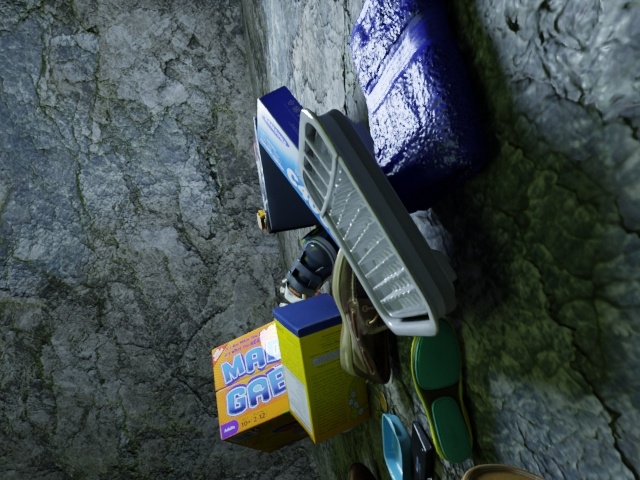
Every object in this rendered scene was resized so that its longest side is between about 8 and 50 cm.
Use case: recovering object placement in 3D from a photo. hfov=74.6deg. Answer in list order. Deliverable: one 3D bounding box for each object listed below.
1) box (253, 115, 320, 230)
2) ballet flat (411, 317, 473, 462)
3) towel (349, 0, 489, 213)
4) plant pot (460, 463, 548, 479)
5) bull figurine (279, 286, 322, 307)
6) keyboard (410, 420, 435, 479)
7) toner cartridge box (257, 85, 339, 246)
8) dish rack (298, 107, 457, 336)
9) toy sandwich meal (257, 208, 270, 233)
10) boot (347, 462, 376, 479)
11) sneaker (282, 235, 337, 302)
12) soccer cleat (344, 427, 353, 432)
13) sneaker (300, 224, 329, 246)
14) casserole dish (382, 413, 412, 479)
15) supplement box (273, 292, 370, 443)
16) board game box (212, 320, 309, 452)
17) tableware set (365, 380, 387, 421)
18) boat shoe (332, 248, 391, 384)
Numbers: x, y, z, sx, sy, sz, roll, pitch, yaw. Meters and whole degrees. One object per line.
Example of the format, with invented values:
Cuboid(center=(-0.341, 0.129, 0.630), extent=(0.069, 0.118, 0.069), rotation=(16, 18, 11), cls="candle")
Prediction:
Cuboid(center=(-0.110, -0.207, 1.385), extent=(0.312, 0.178, 0.344), rotation=(171, 90, -80), cls="box")
Cuboid(center=(0.184, 0.225, 0.656), extent=(0.077, 0.077, 0.231), rotation=(-65, -36, -87), cls="ballet flat")
Cuboid(center=(0.115, -0.205, 0.583), extent=(0.228, 0.076, 0.308), rotation=(122, 136, -74), cls="towel")
Cuboid(center=(0.197, 0.388, 0.437), extent=(0.237, 0.237, 0.255), rotation=(-157, 73, -76), cls="plant pot")
Cuboid(center=(-0.047, 0.242, 1.563), extent=(0.310, 0.188, 0.101), rotation=(-144, 61, -65), cls="bull figurine")
Cuboid(center=(0.212, 0.469, 0.855), extent=(0.108, 0.023, 0.180), rotation=(-109, 12, -64), cls="keyboard")
Cuboid(center=(-0.014, -0.156, 0.940), extent=(0.348, 0.075, 0.165), rotation=(53, 161, 11), cls="toner cartridge box")
Cuboid(center=(0.076, -0.020, 0.625), extent=(0.333, 0.072, 0.285), rotation=(61, 170, 9), cls="dish rack")
Cuboid(center=(-0.173, -0.056, 1.267), extent=(0.085, 0.029, 0.086), rotation=(169, 90, -81), cls="toy sandwich meal")
Cuboid(center=(0.163, 0.741, 1.147), extent=(0.280, 0.096, 0.264), rotation=(100, 157, -58), cls="boot")
Cuboid(center=(-0.040, 0.115, 1.369), extent=(0.126, 0.127, 0.321), rotation=(40, 148, 12), cls="sneaker")
Cuboid(center=(0.035, 0.519, 1.497), extent=(0.331, 0.116, 0.143), rotation=(-118, 13, -59), cls="soccer cleat")
Cuboid(center=(0.000, 0.000, 1.393), extent=(0.082, 0.069, 0.209), rotation=(50, 161, -5), cls="sneaker")
Cuboid(center=(0.182, 0.491, 0.980), extent=(0.114, 0.036, 0.189), rotation=(-126, 27, -64), cls="casserole dish")
Cuboid(center=(0.004, 0.368, 1.254), extent=(0.194, 0.195, 0.357), rotation=(18, 118, 61), cls="supplement box")
Cuboid(center=(-0.171, 0.585, 1.686), extent=(0.356, 0.356, 0.356), rotation=(54, -167, -50), cls="board game box")
Cuboid(center=(0.146, 0.401, 1.102), extent=(0.104, 0.024, 0.154), rotation=(-165, 66, -77), cls="tableware set")
Cuboid(center=(0.110, 0.155, 0.902), extent=(0.123, 0.123, 0.342), rotation=(15, 113, 44), cls="boat shoe")
